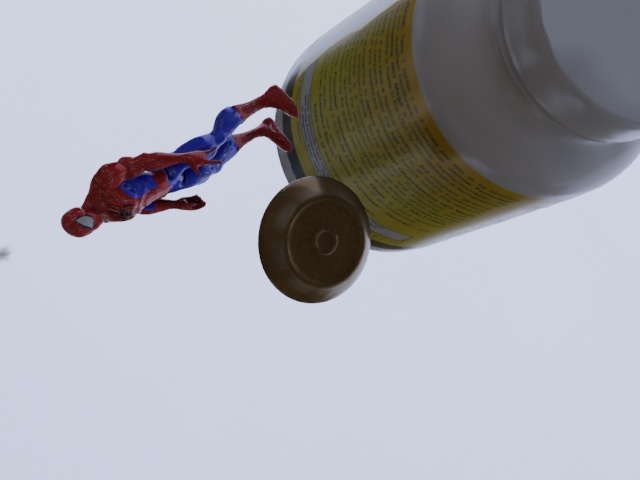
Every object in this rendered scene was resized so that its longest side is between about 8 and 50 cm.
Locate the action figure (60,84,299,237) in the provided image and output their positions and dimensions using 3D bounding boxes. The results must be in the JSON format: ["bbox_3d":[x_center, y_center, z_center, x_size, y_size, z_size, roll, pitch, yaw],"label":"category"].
[{"bbox_3d":[-0.060,-0.029,0.572,0.115,0.038,0.030,-27,-113,-27],"label":"action figure"}]

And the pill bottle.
[{"bbox_3d":[0.113,-0.106,0.934,0.187,0.334,0.188,5,-101,-24],"label":"pill bottle"}]

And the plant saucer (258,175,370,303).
[{"bbox_3d":[0.000,0.000,0.869,0.083,0.015,0.083,-2,-85,-28],"label":"plant saucer"}]
